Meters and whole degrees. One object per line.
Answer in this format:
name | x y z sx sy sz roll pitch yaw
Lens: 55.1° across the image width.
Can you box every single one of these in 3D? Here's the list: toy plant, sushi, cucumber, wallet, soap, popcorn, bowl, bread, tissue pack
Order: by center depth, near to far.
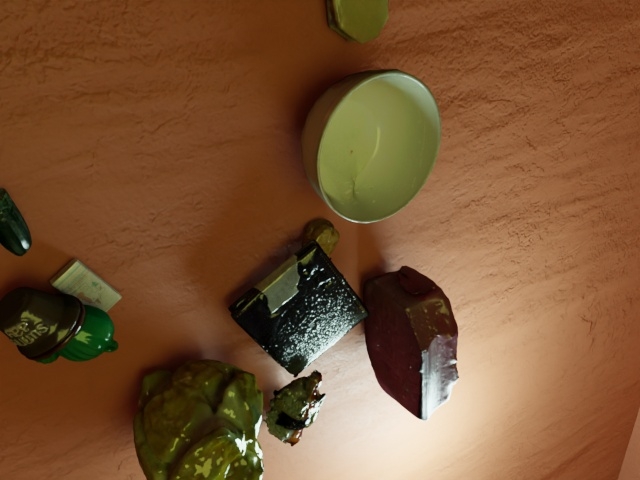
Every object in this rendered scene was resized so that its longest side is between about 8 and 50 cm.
cucumber | -0.453 -0.020 0.891 0.048 0.048 0.105 -31 128 -20
toy plant | -0.412 0.147 0.968 0.143 0.105 0.200 -29 137 12
tissue pack | -0.384 0.079 1.007 0.056 0.023 0.108 -44 131 -8
bowl | 0.075 -0.182 1.124 0.277 0.145 0.276 -15 119 -29
popcorn | -0.208 0.355 1.147 0.276 0.226 0.276 -27 130 -36
bread | 0.000 0.000 1.229 0.081 0.046 0.083 -20 121 -33
wallet | -0.033 0.146 1.240 0.221 0.071 0.262 -38 131 -2
sushi | -0.060 0.357 1.324 0.103 0.097 0.226 -5 132 -42
soap | 0.201 0.219 1.373 0.127 0.220 0.324 -22 125 -31

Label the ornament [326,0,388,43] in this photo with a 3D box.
ornament | 0.066 -0.455 1.038 0.180 0.059 0.201 26 98 -38
